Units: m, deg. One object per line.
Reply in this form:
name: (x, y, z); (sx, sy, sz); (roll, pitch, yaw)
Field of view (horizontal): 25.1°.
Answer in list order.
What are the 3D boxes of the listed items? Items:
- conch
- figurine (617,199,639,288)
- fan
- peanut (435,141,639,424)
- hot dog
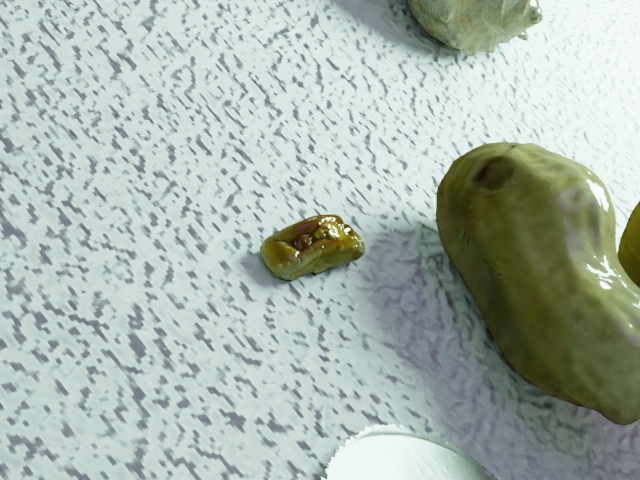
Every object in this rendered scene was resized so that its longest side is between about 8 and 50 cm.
conch: (0.122, -0.258, 1.287); (0.245, 0.163, 0.178); (39, -4, 32)
figurine: (0.320, 0.038, 1.074); (0.192, 0.167, 0.257); (48, 10, 36)
fan: (0.026, 0.180, 0.754); (0.329, 0.009, 0.190); (4, 48, -45)
peanut: (0.159, 0.022, 0.972); (0.236, 0.120, 0.110); (61, 0, 39)
hot dog: (0.000, 0.000, 0.923); (0.090, 0.034, 0.030); (-15, 60, -50)
